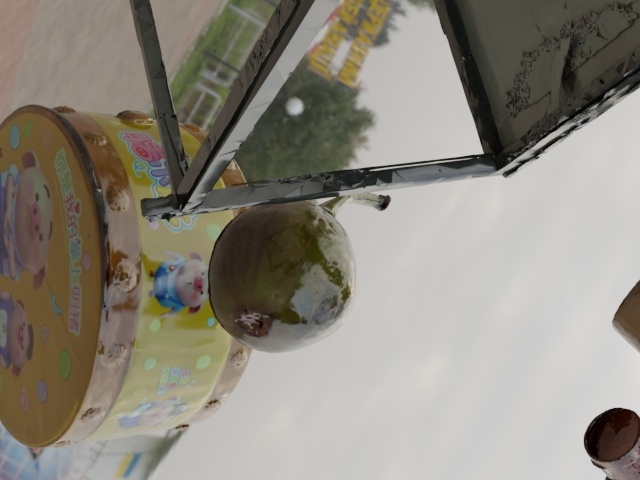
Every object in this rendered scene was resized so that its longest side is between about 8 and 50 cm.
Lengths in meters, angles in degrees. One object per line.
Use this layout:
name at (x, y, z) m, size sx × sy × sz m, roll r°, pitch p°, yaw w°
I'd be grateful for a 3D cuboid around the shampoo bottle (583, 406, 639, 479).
shampoo bottle at (0.348, 0.258, 0.893) m, size 0.102 × 0.260 × 0.064 m, roll -45°, pitch -154°, yaw 0°

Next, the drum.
drum at (-0.276, 0.046, 1.158) m, size 0.431 × 0.214 × 0.430 m, roll 0°, pitch -89°, yaw 49°

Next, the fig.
fig at (0.000, 0.000, 0.779) m, size 0.236 × 0.124 × 0.124 m, roll -45°, pitch 174°, yaw -45°

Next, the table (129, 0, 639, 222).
table at (0.046, -0.176, 0.485) m, size 0.335 × 0.272 × 0.222 m, roll 138°, pitch -59°, yaw -63°

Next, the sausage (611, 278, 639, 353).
sausage at (0.419, 0.128, 0.889) m, size 0.123 × 0.253 × 0.123 m, roll -30°, pitch 148°, yaw -21°
